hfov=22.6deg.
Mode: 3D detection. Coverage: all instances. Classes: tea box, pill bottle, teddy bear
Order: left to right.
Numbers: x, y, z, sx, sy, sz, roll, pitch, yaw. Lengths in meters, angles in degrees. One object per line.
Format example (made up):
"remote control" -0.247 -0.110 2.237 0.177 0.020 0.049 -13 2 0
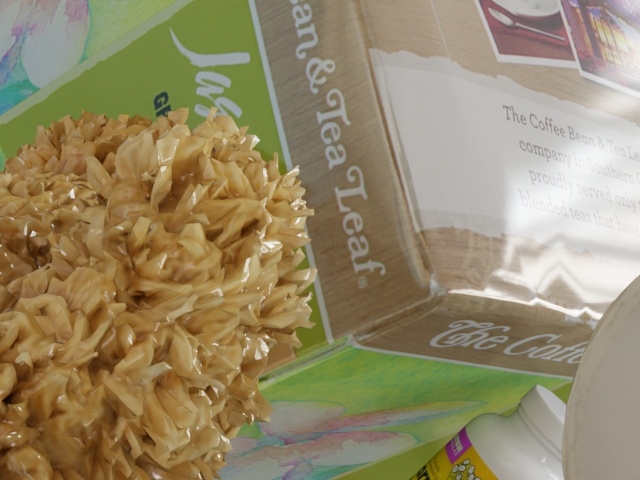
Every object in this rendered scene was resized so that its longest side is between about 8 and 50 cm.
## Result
"teddy bear" -0.112 0.044 0.370 0.338 0.245 0.113 -61 136 -61
"tea box" 0.000 0.000 0.687 0.329 0.323 0.220 11 59 -48
"pill bottle" 0.053 0.087 0.531 0.043 0.083 0.043 42 11 -10

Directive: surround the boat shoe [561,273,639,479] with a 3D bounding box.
"boat shoe" 0.218 0.098 0.307 0.340 0.127 0.158 23 -3 26
